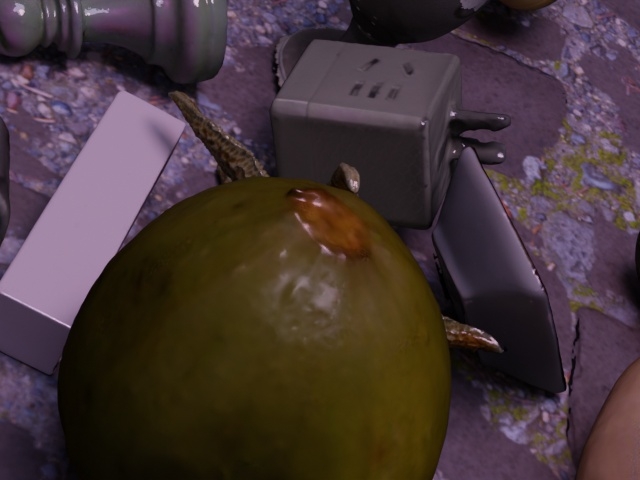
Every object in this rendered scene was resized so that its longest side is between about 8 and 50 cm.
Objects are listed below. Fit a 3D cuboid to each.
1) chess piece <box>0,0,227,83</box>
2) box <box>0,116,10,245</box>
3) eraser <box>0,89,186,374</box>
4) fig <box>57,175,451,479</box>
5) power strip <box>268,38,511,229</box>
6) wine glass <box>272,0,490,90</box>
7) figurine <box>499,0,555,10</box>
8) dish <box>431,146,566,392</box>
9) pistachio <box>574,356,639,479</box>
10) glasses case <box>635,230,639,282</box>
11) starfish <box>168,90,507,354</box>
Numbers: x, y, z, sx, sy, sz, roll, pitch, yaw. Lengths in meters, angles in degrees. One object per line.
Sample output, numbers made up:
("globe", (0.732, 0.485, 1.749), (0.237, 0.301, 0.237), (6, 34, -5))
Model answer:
("chess piece", (-0.239, -0.225, 1.639), (0.271, 0.139, 0.139), (-5, 55, -19))
("box", (-0.444, 0.012, 1.106), (0.395, 0.396, 0.111), (12, 49, -20))
("eraser", (-0.217, -0.014, 1.486), (0.078, 0.076, 0.298), (28, 44, -5))
("fig", (-0.041, 0.108, 1.289), (0.343, 0.343, 0.343), (16, 47, -17))
("power strip", (0.078, -0.105, 1.620), (0.224, 0.139, 0.140), (9, 39, 18))
("wine glass", (0.092, -0.277, 1.692), (0.190, 0.357, 0.190), (18, 46, -19))
("figurine", (0.209, -0.420, 1.981), (0.222, 0.124, 0.325), (19, 42, -56))
("dish", (0.166, 0.045, 1.584), (0.080, 0.243, 0.182), (-25, 58, 1))
("pistachio", (0.346, 0.221, 1.523), (0.187, 0.187, 0.299), (32, 45, -1))
("glasses case", (0.465, 0.145, 1.673), (0.098, 0.156, 0.425), (-22, 63, -15))
("starfish", (-0.003, 0.002, 1.521), (0.347, 0.358, 0.078), (42, 78, -32))
